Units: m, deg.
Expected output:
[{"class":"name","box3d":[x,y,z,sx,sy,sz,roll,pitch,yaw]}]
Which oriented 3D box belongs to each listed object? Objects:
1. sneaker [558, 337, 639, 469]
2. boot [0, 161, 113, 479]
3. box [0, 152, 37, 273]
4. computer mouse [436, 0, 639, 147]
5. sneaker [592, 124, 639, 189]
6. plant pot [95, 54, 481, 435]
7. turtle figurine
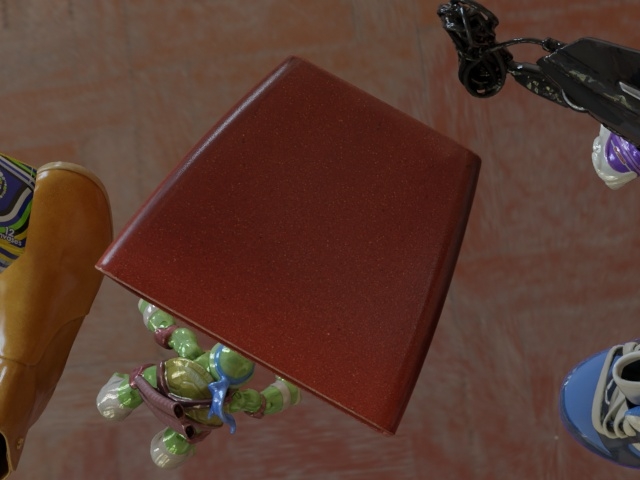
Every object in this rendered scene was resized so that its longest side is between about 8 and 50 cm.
[{"class":"sneaker","box3d":[0.283,0.117,1.385,0.322,0.236,0.130,3,74,46]},{"class":"boot","box3d":[-0.273,0.093,1.540,0.104,0.211,0.295,17,129,-5]},{"class":"box","box3d":[-0.227,-0.032,0.802,0.169,0.059,0.054,23,50,-29]},{"class":"computer mouse","box3d":[0.204,-0.093,1.160,0.262,0.184,0.060,17,86,9]},{"class":"sneaker","box3d":[0.337,-0.124,1.759,0.071,0.068,0.170,-17,43,32]},{"class":"plant pot","box3d":[0.000,0.000,1.404,0.267,0.267,0.236,30,85,4]},{"class":"turtle figurine","box3d":[-0.125,0.135,1.908,0.197,0.266,0.275,17,55,-28]}]
